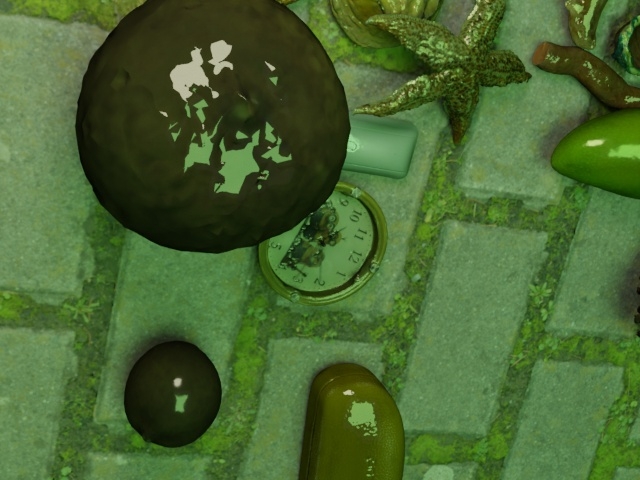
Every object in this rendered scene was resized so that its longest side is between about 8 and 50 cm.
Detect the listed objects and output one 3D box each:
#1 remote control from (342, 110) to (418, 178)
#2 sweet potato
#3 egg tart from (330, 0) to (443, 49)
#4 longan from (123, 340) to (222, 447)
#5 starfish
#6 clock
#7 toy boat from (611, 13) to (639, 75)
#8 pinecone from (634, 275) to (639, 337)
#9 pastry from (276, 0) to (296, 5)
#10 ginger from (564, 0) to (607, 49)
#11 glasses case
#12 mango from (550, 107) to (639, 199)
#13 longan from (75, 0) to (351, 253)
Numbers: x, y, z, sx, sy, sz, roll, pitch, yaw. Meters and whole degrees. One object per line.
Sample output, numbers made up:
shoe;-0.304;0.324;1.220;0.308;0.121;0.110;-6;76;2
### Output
remote control;0.026;-0.167;1.654;0.293;0.051;0.103;8;108;-21
sweet potato;0.504;-0.286;1.773;0.281;0.059;0.067;21;112;-24
egg tart;0.115;-0.422;1.567;0.232;0.098;0.252;10;103;-26
longan;-0.246;0.258;1.656;0.189;0.189;0.189;-7;112;-17
starfish;0.215;-0.273;1.621;0.358;0.078;0.347;-38;139;-9
clock;0.000;0.000;1.706;0.237;0.057;0.237;-7;114;-16
toy boat;0.651;-0.395;1.766;0.293;0.099;0.108;-28;117;0
pinecone;0.735;0.115;1.919;0.243;0.243;0.257;34;70;-27
pastry;-0.064;-0.401;1.531;0.140;0.056;0.080;-10;106;-9
ginger;0.521;-0.466;1.700;0.131;0.086;0.294;22;106;-38
glasses case;0.061;0.418;1.841;0.173;0.141;0.371;0;110;-20
mango;0.582;-0.156;1.791;0.343;0.156;0.192;-1;146;-10
longan;-0.151;-0.163;1.410;0.391;0.391;0.391;-7;112;-17
